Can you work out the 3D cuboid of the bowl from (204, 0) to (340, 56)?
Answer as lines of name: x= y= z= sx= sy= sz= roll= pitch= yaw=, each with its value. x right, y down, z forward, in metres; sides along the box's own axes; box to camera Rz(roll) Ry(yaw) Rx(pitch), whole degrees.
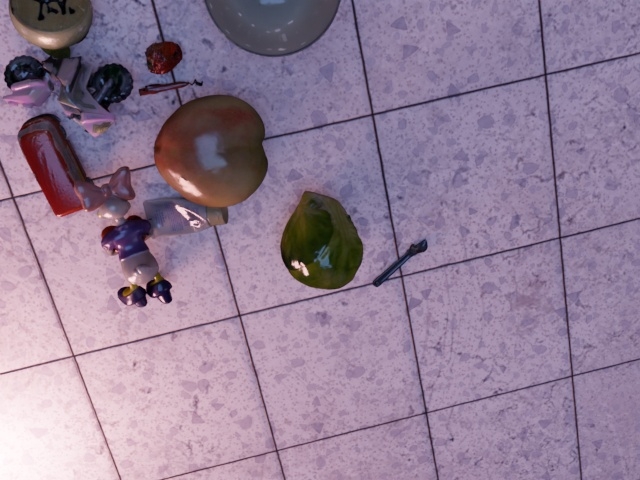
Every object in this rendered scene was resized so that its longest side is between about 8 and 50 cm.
bowl: x=-0.121 y=-0.628 z=1.719 sx=0.338 sy=0.157 sz=0.337 roll=-2 pitch=111 yaw=-6

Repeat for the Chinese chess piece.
Chinese chess piece: x=-0.643 y=-0.550 z=1.673 sx=0.189 sy=0.083 sz=0.188 roll=4 pitch=70 yaw=-12

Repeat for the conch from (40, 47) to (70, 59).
conch: x=-0.666 y=-0.503 z=1.748 sx=0.089 sy=0.074 sz=0.121 roll=7 pitch=131 yaw=24

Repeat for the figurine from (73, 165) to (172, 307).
figurine: x=-0.515 y=0.006 z=1.861 sx=0.154 sy=0.193 sz=0.420 roll=-22 pitch=114 yaw=-15

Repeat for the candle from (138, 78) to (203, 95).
candle: x=-0.391 y=-0.403 z=1.834 sx=0.168 sy=0.021 sz=0.026 roll=-10 pitch=111 yaw=-4

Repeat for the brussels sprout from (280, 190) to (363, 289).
brussels sprout: x=0.000 y=0.000 z=1.935 sx=0.210 sy=0.219 sz=0.271 roll=0 pitch=90 yaw=-25

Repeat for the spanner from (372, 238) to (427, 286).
spanner: x=0.238 y=0.069 z=2.093 sx=0.208 sy=0.012 sz=0.046 roll=-42 pitch=110 yaw=8

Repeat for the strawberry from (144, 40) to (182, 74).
strawberry: x=-0.399 y=-0.467 z=1.780 sx=0.097 sy=0.083 sz=0.083 roll=-13 pitch=111 yaw=-3

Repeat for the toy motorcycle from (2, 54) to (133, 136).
toy motorcycle: x=-0.631 y=-0.358 z=1.737 sx=0.327 sy=0.143 sz=0.187 roll=6 pitch=85 yaw=4

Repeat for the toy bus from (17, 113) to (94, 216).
toy bus: x=-0.686 y=-0.191 z=1.817 sx=0.121 sy=0.120 sz=0.265 roll=-20 pitch=110 yaw=1

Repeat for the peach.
peach: x=-0.276 y=-0.226 z=1.792 sx=0.292 sy=0.247 sz=0.292 roll=-15 pitch=123 yaw=-24

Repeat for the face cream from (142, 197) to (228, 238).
face cream: x=-0.373 y=-0.070 z=1.944 sx=0.224 sy=0.070 sz=0.114 roll=-6 pitch=110 yaw=7
